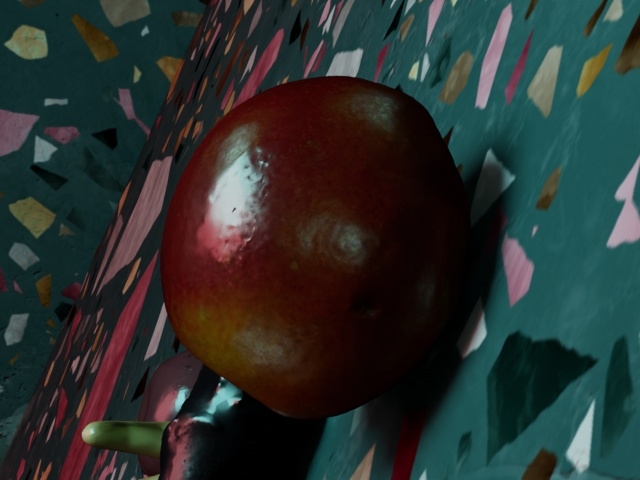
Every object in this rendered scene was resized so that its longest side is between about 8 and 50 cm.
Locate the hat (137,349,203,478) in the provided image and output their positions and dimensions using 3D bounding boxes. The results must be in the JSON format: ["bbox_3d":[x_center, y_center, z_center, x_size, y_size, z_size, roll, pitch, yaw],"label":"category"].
[{"bbox_3d":[-0.126,0.167,1.893,0.205,0.089,0.205,-159,90,-78],"label":"hat"}]

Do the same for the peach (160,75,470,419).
[{"bbox_3d":[0.000,0.000,1.386,0.243,0.199,0.243,-27,54,44],"label":"peach"}]

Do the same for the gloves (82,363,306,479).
[{"bbox_3d":[-0.120,0.209,1.631,0.301,0.152,0.197,-37,17,18],"label":"gloves"}]
